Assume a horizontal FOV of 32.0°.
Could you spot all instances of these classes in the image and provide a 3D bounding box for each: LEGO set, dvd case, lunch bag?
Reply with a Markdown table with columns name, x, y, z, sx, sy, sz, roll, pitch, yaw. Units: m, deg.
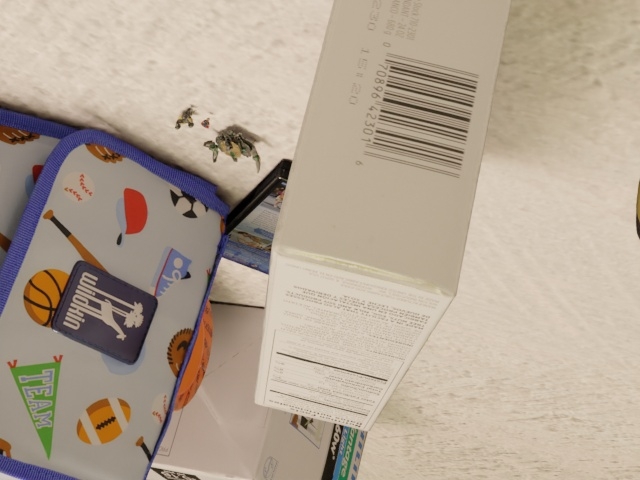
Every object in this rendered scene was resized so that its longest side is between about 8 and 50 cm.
| name | x | y | z | sx | sy | sz | roll | pitch | yaw |
| --- | --- | --- | --- | --- | --- | --- | --- | --- | --- |
| LEGO set | -0.083 | -0.089 | 0.955 | 0.054 | 0.023 | 0.083 | -11 | 134 | 45 |
| dvd case | 0.000 | 0.000 | 1.113 | 0.180 | 0.022 | 0.253 | 22 | 158 | -15 |
| lunch bag | -0.305 | 0.054 | 1.039 | 0.385 | 0.328 | 0.239 | 17 | 160 | -1 |

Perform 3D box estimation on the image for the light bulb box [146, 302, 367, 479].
| name | x | y | z | sx | sy | sz | roll | pitch | yaw |
| --- | --- | --- | --- | --- | --- | --- | --- | --- | --- |
| light bulb box | -0.155 | 0.246 | 1.550 | 0.358 | 0.225 | 0.361 | 5 | 156 | 23 |

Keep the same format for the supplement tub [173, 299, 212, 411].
| name | x | y | z | sx | sy | sz | roll | pitch | yaw |
| --- | --- | --- | --- | --- | --- | --- | --- | --- | --- |
| supplement tub | -0.302 | 0.105 | 1.337 | 0.316 | 0.193 | 0.193 | 7 | 157 | 18 |

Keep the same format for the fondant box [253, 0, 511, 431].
| name | x | y | z | sx | sy | sz | roll | pitch | yaw |
| --- | --- | --- | --- | --- | --- | --- | --- | --- | --- |
| fondant box | 0.032 | -0.033 | 0.712 | 0.096 | 0.238 | 0.330 | 14 | 159 | -1 |

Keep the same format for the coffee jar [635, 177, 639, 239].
| name | x | y | z | sx | sy | sz | roll | pitch | yaw |
| --- | --- | --- | --- | --- | --- | --- | --- | --- | --- |
| coffee jar | 0.267 | -0.048 | 0.736 | 0.096 | 0.079 | 0.184 | 10 | 157 | 7 |
